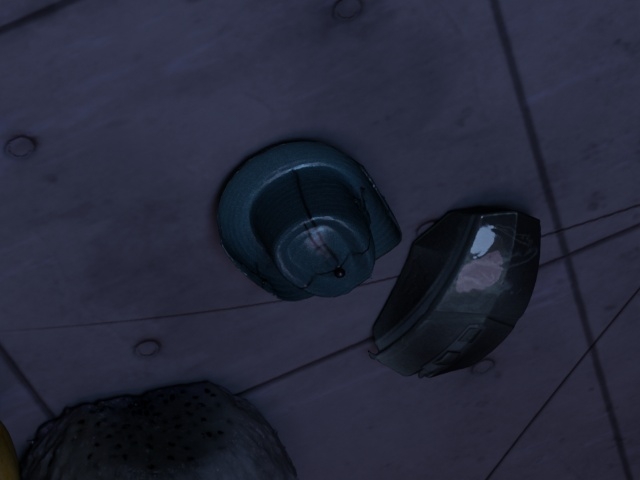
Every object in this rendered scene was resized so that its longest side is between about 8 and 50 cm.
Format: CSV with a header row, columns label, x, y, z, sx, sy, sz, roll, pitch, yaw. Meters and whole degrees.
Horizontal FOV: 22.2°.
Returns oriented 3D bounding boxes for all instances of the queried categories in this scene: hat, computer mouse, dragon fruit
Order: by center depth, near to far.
label,x,y,z,sx,sy,sz,roll,pitch,yaw
hat,0.000,0.000,1.377,0.138,0.078,0.191,-34,136,11
computer mouse,0.132,0.060,1.497,0.126,0.071,0.231,6,131,-27
dragon fruit,-0.144,0.277,1.510,0.283,0.204,0.221,-13,136,-11

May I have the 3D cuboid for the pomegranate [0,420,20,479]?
label,x,y,z,sx,sy,sz,roll,pitch,yaw
pomegranate,-0.338,0.191,1.366,0.196,0.196,0.196,-11,137,-11
